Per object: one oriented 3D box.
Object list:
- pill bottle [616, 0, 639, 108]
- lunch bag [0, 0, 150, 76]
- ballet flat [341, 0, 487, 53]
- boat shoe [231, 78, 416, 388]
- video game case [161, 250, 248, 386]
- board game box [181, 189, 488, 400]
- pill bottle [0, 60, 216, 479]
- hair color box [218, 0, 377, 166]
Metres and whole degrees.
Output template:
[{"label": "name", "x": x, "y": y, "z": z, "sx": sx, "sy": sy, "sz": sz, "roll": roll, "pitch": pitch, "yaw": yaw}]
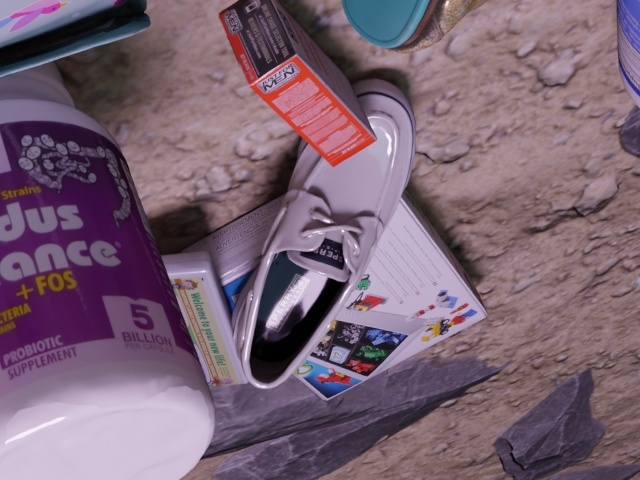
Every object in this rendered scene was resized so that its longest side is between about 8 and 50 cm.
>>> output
[{"label": "pill bottle", "x": 0.305, "y": -0.174, "z": 1.091, "sx": 0.152, "sy": 0.152, "sz": 0.272, "roll": -23, "pitch": 148, "yaw": -1}, {"label": "lunch bag", "x": -0.215, "y": -0.156, "z": 0.768, "sx": 0.223, "sy": 0.160, "sz": 0.262, "roll": -23, "pitch": 160, "yaw": -8}, {"label": "ballet flat", "x": 0.108, "y": -0.263, "z": 0.878, "sx": 0.123, "sy": 0.123, "sz": 0.348, "roll": -7, "pitch": 145, "yaw": -26}, {"label": "boat shoe", "x": 0.000, "y": 0.000, "z": 1.139, "sx": 0.096, "sy": 0.088, "sz": 0.267, "roll": 26, "pitch": 110, "yaw": -14}, {"label": "video game case", "x": -0.172, "y": 0.078, "z": 1.226, "sx": 0.193, "sy": 0.023, "sz": 0.212, "roll": -5, "pitch": 148, "yaw": 4}, {"label": "board game box", "x": 0.024, "y": 0.042, "z": 1.325, "sx": 0.193, "sy": 0.053, "sz": 0.305, "roll": -28, "pitch": 148, "yaw": 8}, {"label": "pill bottle", "x": -0.188, "y": 0.018, "z": 0.903, "sx": 0.169, "sy": 0.301, "sz": 0.169, "roll": -18, "pitch": 149, "yaw": -11}, {"label": "hair color box", "x": -0.014, "y": -0.117, "z": 1.039, "sx": 0.043, "sy": 0.072, "sz": 0.141, "roll": -31, "pitch": 147, "yaw": 12}]
